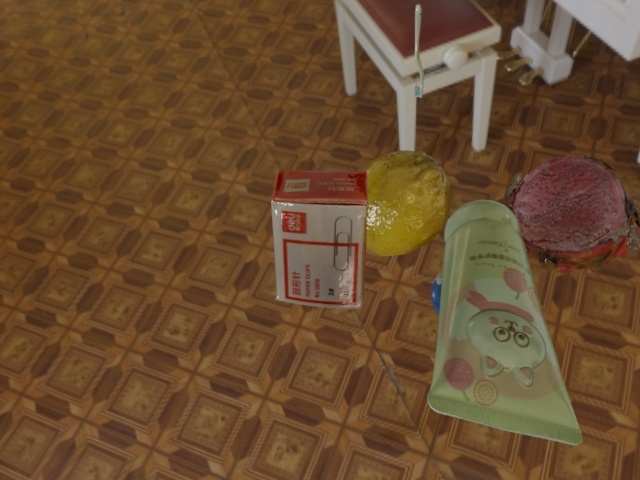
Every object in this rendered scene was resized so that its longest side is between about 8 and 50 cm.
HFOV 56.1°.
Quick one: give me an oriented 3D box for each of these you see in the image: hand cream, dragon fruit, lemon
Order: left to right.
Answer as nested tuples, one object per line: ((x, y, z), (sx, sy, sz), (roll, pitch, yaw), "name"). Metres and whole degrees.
((0.162, -0.076, 1.246), (0.204, 0.260, 0.204), (18, 45, -19), "lemon")
((0.184, 0.073, 0.655), (0.146, 0.093, 0.306), (14, 41, -3), "hand cream")
((0.659, -0.029, 1.555), (0.296, 0.263, 0.315), (-26, 56, 17), "dragon fruit")

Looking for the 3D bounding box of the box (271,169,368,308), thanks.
((0.000, 0.000, 0.845), (0.133, 0.182, 0.099), (3, 35, 2), "box")

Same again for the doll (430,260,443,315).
((0.377, 0.119, 1.438), (0.215, 0.256, 0.161), (-17, 76, 37), "doll")

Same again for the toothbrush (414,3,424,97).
((0.259, -0.488, 1.567), (0.026, 0.263, 0.022), (11, 47, 18), "toothbrush")
